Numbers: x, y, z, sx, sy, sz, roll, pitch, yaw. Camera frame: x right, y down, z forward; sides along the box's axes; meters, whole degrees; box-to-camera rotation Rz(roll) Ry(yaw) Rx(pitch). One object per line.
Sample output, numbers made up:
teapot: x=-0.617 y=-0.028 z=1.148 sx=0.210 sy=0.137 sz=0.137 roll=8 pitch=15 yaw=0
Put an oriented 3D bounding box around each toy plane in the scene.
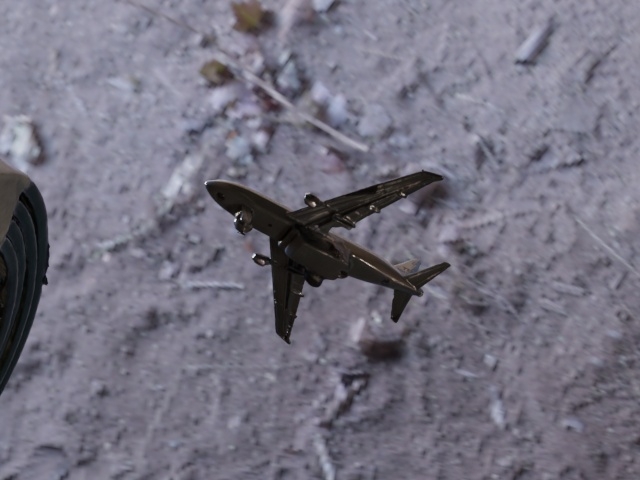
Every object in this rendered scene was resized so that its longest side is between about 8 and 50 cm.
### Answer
toy plane: x=0.002 y=0.003 z=1.314 sx=0.226 sy=0.226 sz=0.058 roll=-48 pitch=36 yaw=32

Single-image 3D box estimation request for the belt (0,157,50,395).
belt: x=-0.395 y=0.064 z=1.423 sx=0.173 sy=0.300 sz=0.436 roll=34 pitch=136 yaw=11
